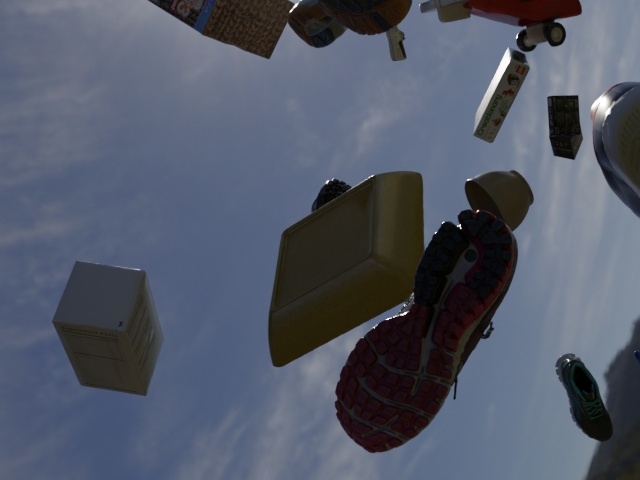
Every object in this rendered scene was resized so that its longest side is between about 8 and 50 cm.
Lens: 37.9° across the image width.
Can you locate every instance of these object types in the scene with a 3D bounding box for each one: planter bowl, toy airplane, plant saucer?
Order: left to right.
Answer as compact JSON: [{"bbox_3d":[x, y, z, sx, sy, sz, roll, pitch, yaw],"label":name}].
[{"bbox_3d":[0.030,0.027,1.678,0.081,0.333,0.333,44,-150,-27],"label":"plant saucer"},{"bbox_3d":[0.434,-0.637,2.288,0.384,0.386,0.272,7,-88,-68],"label":"toy airplane"},{"bbox_3d":[0.430,-0.100,2.190,0.109,0.162,0.162,-32,-36,-10],"label":"planter bowl"}]

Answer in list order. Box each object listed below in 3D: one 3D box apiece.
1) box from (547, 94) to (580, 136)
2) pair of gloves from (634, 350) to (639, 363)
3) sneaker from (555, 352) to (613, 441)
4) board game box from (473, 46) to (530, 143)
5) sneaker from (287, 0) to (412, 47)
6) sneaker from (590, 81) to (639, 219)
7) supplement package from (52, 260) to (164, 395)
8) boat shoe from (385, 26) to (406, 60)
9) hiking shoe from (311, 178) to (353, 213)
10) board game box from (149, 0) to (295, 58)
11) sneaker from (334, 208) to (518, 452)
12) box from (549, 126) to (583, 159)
[{"bbox_3d":[0.506,-0.259,1.936,0.067,0.018,0.083,-5,-88,-21],"label":"box"},{"bbox_3d":[0.629,0.241,1.595,0.198,0.159,0.023,28,-95,-38],"label":"pair of gloves"},{"bbox_3d":[0.470,0.281,1.651,0.065,0.166,0.076,-27,-5,-2],"label":"sneaker"},{"bbox_3d":[0.433,-0.354,2.238,0.305,0.053,0.193,-58,-8,-71],"label":"board game box"},{"bbox_3d":[0.058,-0.406,1.517,0.112,0.296,0.131,46,-111,-27],"label":"sneaker"},{"bbox_3d":[0.401,-0.029,0.982,0.350,0.131,0.148,54,-171,-17],"label":"sneaker"},{"bbox_3d":[-0.384,0.165,1.722,0.244,0.139,0.134,91,-171,-54],"label":"supplement package"},{"bbox_3d":[0.155,-0.410,1.878,0.035,0.035,0.100,-48,-47,-51],"label":"boat shoe"},{"bbox_3d":[0.000,0.000,1.970,0.132,0.113,0.304,-39,28,46],"label":"hiking shoe"},{"bbox_3d":[-0.249,-0.550,2.088,0.232,0.291,0.141,7,-65,-55],"label":"board game box"},{"bbox_3d":[0.132,0.112,1.050,0.299,0.121,0.112,-55,-25,4],"label":"sneaker"},{"bbox_3d":[0.550,-0.230,2.086,0.062,0.052,0.083,-64,-31,-18],"label":"box"}]
